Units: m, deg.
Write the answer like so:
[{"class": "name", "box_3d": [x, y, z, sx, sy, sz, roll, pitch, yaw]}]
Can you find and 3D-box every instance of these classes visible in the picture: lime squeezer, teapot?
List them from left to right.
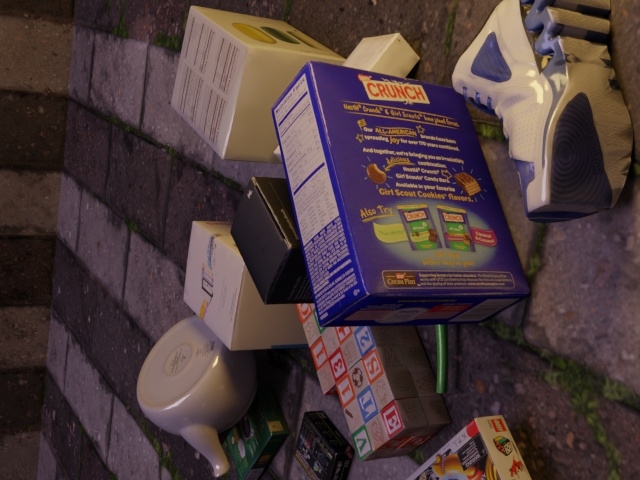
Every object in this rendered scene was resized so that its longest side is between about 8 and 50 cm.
[{"class": "teapot", "box_3d": [-0.210, 0.271, 1.654, 0.256, 0.187, 0.252, -53, 35, -11]}, {"class": "lime squeezer", "box_3d": [0.139, 0.056, 1.233, 0.110, 0.059, 0.310, -36, 63, 28]}]

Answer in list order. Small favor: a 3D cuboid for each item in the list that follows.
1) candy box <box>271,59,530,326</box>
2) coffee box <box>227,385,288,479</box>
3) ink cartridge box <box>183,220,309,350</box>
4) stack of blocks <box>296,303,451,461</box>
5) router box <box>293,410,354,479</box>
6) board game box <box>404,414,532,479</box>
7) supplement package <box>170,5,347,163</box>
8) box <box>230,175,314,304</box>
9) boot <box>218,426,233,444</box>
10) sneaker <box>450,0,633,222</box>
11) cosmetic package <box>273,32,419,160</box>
[{"class": "candy box", "box_3d": [0.098, -0.055, 1.120, 0.122, 0.268, 0.317, -38, 57, 48]}, {"class": "coffee box", "box_3d": [-0.126, 0.383, 1.701, 0.184, 0.040, 0.113, -62, 38, 37]}, {"class": "ink cartridge box", "box_3d": [-0.124, 0.075, 1.577, 0.233, 0.171, 0.168, 34, 118, 55]}, {"class": "stack of blocks", "box_3d": [0.072, 0.180, 1.334, 0.171, 0.087, 0.297, -52, 47, 45]}, {"class": "router box", "box_3d": [0.004, 0.365, 1.490, 0.122, 0.038, 0.092, 44, 125, 51]}, {"class": "board game box", "box_3d": [0.175, 0.385, 1.127, 0.305, 0.053, 0.193, -57, 43, 42]}, {"class": "supplement package", "box_3d": [-0.114, -0.274, 1.537, 0.263, 0.199, 0.198, 45, 126, 50]}, {"class": "box", "box_3d": [0.000, 0.000, 1.218, 0.153, 0.207, 0.108, 62, 139, 41]}, {"class": "boot", "box_3d": [-0.208, 0.368, 1.762, 0.219, 0.082, 0.106, -79, -2, -53]}, {"class": "sneaker", "box_3d": [0.252, -0.166, 1.027, 0.182, 0.127, 0.315, -24, 62, 60]}, {"class": "cosmetic package", "box_3d": [0.040, -0.200, 1.295, 0.239, 0.060, 0.099, -53, 26, -13]}]
